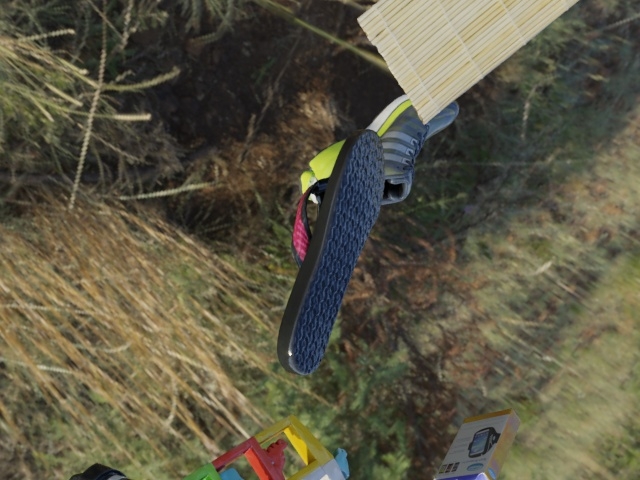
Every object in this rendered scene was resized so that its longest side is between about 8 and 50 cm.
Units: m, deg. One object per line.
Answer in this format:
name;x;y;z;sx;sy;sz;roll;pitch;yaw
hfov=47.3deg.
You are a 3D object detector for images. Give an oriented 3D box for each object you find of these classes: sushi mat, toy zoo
sushi mat;0.204;-0.291;0.847;0.316;0.019;0.151;-39;109;1
toy zoo;-0.059;0.378;1.080;0.293;0.192;0.030;-19;155;-49

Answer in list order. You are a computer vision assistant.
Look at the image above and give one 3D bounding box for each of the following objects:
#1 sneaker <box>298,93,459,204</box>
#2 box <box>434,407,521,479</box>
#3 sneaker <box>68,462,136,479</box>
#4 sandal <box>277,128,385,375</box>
sneaker;0.114;-0.126;1.145;0.300;0.121;0.111;-38;153;-17
box;0.203;0.278;0.951;0.081;0.028;0.136;-26;-165;43
sneaker;-0.214;0.314;0.695;0.079;0.121;0.217;4;104;-59
sandal;0.000;0.000;0.491;0.067;0.040;0.179;46;60;-53
